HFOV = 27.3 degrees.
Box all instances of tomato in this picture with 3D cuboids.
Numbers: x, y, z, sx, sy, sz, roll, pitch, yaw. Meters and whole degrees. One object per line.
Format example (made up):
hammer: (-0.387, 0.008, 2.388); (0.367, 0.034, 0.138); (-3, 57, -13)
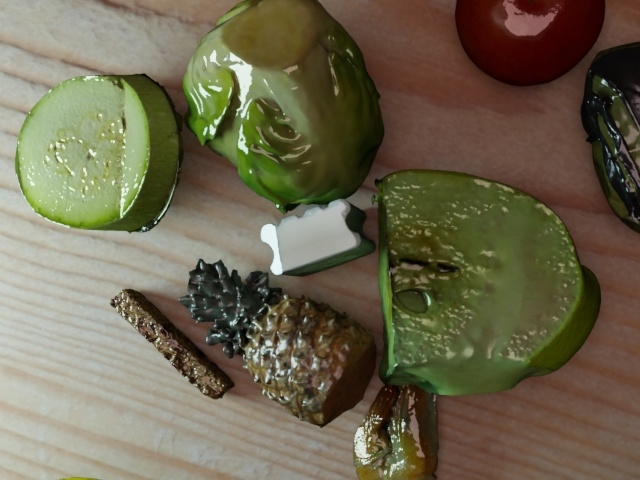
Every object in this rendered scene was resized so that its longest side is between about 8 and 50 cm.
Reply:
tomato: (0.267, -0.294, 1.680); (0.195, 0.136, 0.195); (0, 88, 8)

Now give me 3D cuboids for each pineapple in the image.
pineapple: (-0.069, 0.123, 1.716); (0.279, 0.158, 0.158); (29, 92, 20)

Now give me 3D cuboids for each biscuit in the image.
biscuit: (-0.200, 0.138, 1.768); (0.199, 0.064, 0.034); (43, 95, 6)

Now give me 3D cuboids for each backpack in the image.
backpack: (0.438, -0.130, 1.650); (0.207, 0.140, 0.253); (-9, 83, 10)

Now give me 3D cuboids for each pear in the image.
pear: (0.207, 0.060, 1.662); (0.282, 0.176, 0.286); (-4, 72, 1)

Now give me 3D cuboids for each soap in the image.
soap: (0.000, 0.000, 1.677); (0.119, 0.198, 0.066); (-20, 85, 7)

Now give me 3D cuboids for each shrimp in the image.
shrimp: (0.100, 0.245, 1.733); (0.115, 0.051, 0.217); (3, 91, 10)

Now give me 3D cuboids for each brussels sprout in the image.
brussels sprout: (-0.048, -0.170, 1.666); (0.259, 0.294, 0.227); (36, 65, 28)

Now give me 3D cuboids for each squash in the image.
squash: (-0.278, -0.118, 1.709); (0.220, 0.133, 0.220); (-5, 83, 41)

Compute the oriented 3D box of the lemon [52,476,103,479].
lemon: (-0.296, 0.435, 1.674); (0.322, 0.268, 0.268); (41, 94, -5)
